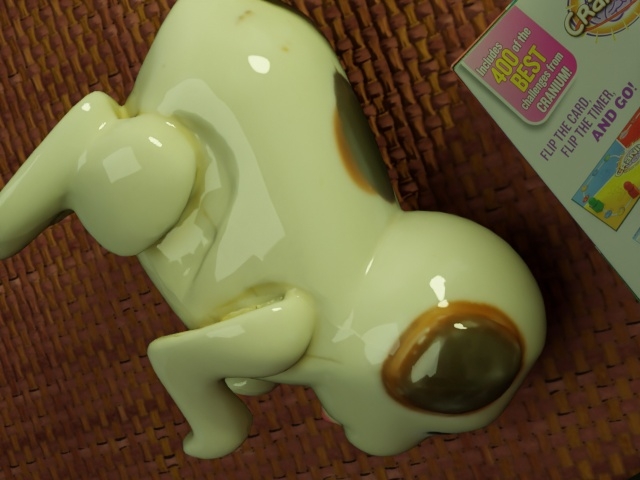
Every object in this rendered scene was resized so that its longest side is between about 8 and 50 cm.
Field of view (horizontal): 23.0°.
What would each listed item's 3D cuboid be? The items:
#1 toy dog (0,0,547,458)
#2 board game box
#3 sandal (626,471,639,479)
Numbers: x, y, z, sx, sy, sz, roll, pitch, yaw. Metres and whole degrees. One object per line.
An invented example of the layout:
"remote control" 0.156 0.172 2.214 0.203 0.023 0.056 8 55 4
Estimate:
"toy dog" 0.000 0.000 1.299 0.408 0.284 0.395 41 100 2
"board game box" 0.280 -0.096 1.201 0.316 0.064 0.242 53 127 13
"sandal" 0.337 0.201 1.228 0.086 0.120 0.303 43 131 -14
